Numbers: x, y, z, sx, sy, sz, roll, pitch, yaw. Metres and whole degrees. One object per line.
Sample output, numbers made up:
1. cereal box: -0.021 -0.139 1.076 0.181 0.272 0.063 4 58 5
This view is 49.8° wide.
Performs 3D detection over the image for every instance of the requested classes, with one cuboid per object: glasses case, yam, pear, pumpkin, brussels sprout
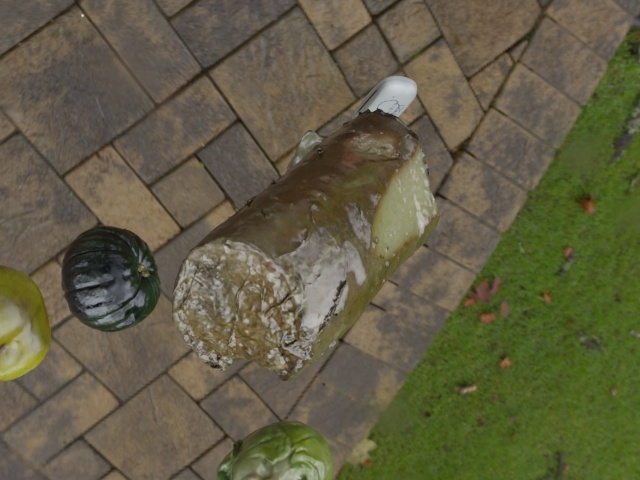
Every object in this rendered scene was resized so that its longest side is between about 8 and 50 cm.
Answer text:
1. glasses case: 0.130 -0.279 1.424 0.076 0.197 0.049 10 69 -20
2. yam: -0.001 0.001 0.550 0.129 0.128 0.238 46 47 4
3. pear: -0.535 0.129 1.101 0.200 0.200 0.199 -6 109 -17
4. pumpkin: -0.423 0.077 1.394 0.162 0.220 0.220 -16 113 9
5. brussels sprout: -0.087 0.452 1.315 0.244 0.244 0.243 -6 109 -17

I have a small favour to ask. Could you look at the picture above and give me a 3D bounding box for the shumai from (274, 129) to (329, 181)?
1. shumai: -0.004 -0.097 1.199 0.184 0.218 0.185 -7 112 -8
